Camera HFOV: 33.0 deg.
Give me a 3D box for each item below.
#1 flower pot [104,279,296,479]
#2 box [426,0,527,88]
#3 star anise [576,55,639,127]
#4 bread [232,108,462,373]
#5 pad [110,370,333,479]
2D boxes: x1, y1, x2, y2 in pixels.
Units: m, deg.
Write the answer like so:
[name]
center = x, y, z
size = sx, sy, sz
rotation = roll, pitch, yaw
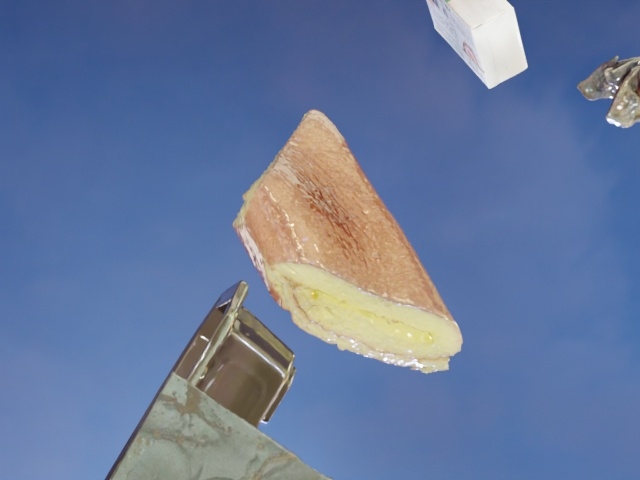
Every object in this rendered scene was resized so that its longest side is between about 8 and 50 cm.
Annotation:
[flower pot]
center = -0.105, 0.164, 0.915
size = 0.084, 0.250, 0.179
rotation = 32, -14, -8
[box]
center = 0.244, -0.359, 1.746
size = 0.081, 0.199, 0.135
rotation = -28, -40, 0
[star anise]
center = 0.492, -0.222, 1.477
size = 0.283, 0.129, 0.212
rotation = -17, -10, 32
[bread]
center = 0.000, 0.000, 0.666
size = 0.119, 0.192, 0.067
rotation = -3, -34, -42
[pad]
center = 0.009, 0.267, 0.561
size = 0.368, 0.247, 0.007
rotation = 32, 7, 15
